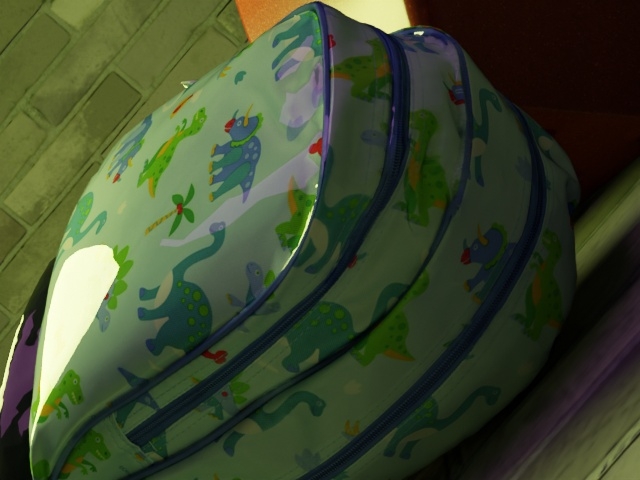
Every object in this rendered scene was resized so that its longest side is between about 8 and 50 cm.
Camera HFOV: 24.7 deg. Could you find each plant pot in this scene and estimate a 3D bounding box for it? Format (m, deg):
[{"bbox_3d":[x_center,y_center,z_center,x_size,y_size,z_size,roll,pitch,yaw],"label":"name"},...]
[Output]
[{"bbox_3d":[0.108,-0.150,1.044,0.267,0.267,0.236,132,136,-56],"label":"plant pot"}]

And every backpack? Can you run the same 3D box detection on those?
[{"bbox_3d":[-0.023,0.030,0.838,0.355,0.273,0.290,-18,41,25],"label":"backpack"}]
